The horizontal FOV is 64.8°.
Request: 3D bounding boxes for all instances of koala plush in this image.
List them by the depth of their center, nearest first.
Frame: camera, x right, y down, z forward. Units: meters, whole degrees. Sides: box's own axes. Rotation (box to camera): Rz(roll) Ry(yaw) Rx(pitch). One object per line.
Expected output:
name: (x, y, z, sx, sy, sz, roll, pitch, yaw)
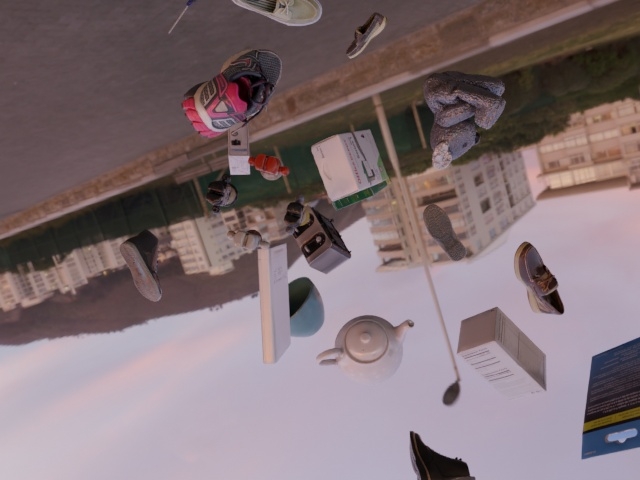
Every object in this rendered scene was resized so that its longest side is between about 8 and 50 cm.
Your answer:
koala plush: (0.348, -0.308, 1.315, 0.203, 0.221, 0.196, 16, -142, 10)

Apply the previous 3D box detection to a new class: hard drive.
hard drive: (-0.147, 0.192, 1.636, 0.047, 0.353, 0.233, -2, -176, 9)

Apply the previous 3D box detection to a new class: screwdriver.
screwdriver: (-0.388, -0.662, 1.444, 0.170, 0.024, 0.025, -60, -168, -13)

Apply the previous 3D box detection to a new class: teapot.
teapot: (0.151, 0.353, 1.682, 0.252, 0.187, 0.256, 21, -111, 21)

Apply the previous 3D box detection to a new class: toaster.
toaster: (0.000, 0.000, 1.561, 0.110, 0.168, 0.185, -37, 152, 13)

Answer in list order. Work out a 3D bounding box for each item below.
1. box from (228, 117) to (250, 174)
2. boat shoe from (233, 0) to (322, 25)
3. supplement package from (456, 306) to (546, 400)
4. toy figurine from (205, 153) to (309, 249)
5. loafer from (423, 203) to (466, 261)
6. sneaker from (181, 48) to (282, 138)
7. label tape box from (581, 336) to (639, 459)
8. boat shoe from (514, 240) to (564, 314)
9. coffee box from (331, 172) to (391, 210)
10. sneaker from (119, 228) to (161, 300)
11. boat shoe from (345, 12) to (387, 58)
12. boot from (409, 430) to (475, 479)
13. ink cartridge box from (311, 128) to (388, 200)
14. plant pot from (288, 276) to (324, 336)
box: (-0.354, -0.451, 2.186, 0.087, 0.290, 0.169, -2, 158, -8)
boat shoe: (-0.137, -0.746, 1.601, 0.302, 0.109, 0.094, 4, -148, -17)
supplement package: (0.536, 0.336, 1.488, 0.133, 0.244, 0.139, -34, -160, 40)
toy figurine: (-0.148, -0.088, 1.216, 0.213, 0.210, 0.148, -31, -179, 2)
loafer: (0.455, -0.031, 1.892, 0.094, 0.251, 0.087, -31, -160, 8)
sneaker: (-0.134, -0.288, 0.957, 0.112, 0.121, 0.299, -15, -149, 30)
label tape box: (0.828, 0.420, 1.309, 0.348, 0.115, 0.249, -57, -176, -40)
boat shoe: (0.814, 0.147, 1.845, 0.123, 0.342, 0.123, -41, -151, -22)
coffee box: (0.134, -0.160, 1.652, 0.113, 0.040, 0.184, -35, -170, -39)
sneaker: (-0.543, 0.079, 1.617, 0.083, 0.222, 0.118, -4, -154, 26)
boat shoe: (0.175, -0.851, 2.080, 0.073, 0.080, 0.223, 24, 138, -33)
boot: (0.311, 0.576, 1.326, 0.136, 0.077, 0.198, -6, -160, 0)
ink cartridge box: (0.085, -0.212, 1.392, 0.092, 0.160, 0.219, -19, -175, 31)
plant pot: (-0.092, 0.344, 2.388, 0.290, 0.195, 0.290, -35, -155, 19)
